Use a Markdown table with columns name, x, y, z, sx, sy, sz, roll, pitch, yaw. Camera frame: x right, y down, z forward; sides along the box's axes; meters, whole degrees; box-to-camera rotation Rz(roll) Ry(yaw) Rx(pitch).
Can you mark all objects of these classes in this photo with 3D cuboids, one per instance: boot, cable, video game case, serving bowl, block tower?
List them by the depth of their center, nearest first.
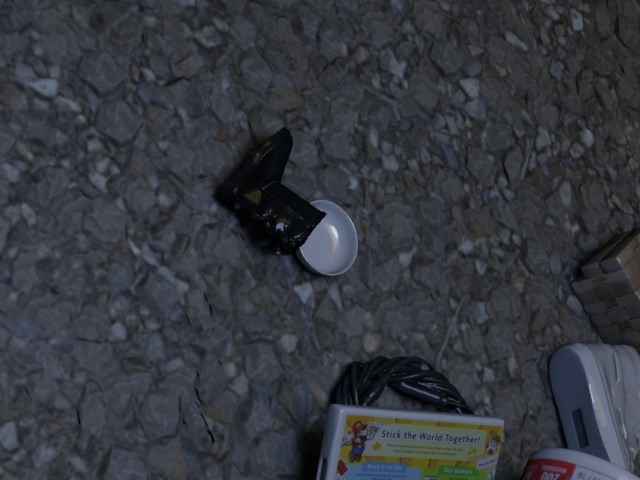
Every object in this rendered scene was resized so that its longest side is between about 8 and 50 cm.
| name | x | y | z | sx | sy | sz | roll | pitch | yaw |
| --- | --- | --- | --- | --- | --- | --- | --- | --- | --- |
| video game case | 0.084 | 0.277 | 1.433 | 0.227 | 0.026 | 0.206 | 9 | 92 | -36 |
| boot | -0.038 | -0.049 | 1.451 | 0.099 | 0.045 | 0.121 | 38 | 60 | 3 |
| serving bowl | 0.000 | 0.000 | 1.495 | 0.083 | 0.027 | 0.083 | 13 | 68 | -35 |
| cable | 0.090 | 0.197 | 1.500 | 0.184 | 0.047 | 0.150 | -3 | 73 | -35 |
| boot | 0.359 | 0.245 | 1.658 | 0.123 | 0.095 | 0.258 | 0 | 75 | -31 |
| block tower | 0.443 | 0.150 | 1.760 | 0.097 | 0.091 | 0.335 | -37 | 101 | -39 |

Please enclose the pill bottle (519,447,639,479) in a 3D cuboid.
| name | x | y | z | sx | sy | sz | roll | pitch | yaw |
| --- | --- | --- | --- | --- | --- | --- | --- | --- | --- |
| pill bottle | 0.247 | 0.378 | 1.471 | 0.161 | 0.161 | 0.283 | 36 | 67 | -24 |
